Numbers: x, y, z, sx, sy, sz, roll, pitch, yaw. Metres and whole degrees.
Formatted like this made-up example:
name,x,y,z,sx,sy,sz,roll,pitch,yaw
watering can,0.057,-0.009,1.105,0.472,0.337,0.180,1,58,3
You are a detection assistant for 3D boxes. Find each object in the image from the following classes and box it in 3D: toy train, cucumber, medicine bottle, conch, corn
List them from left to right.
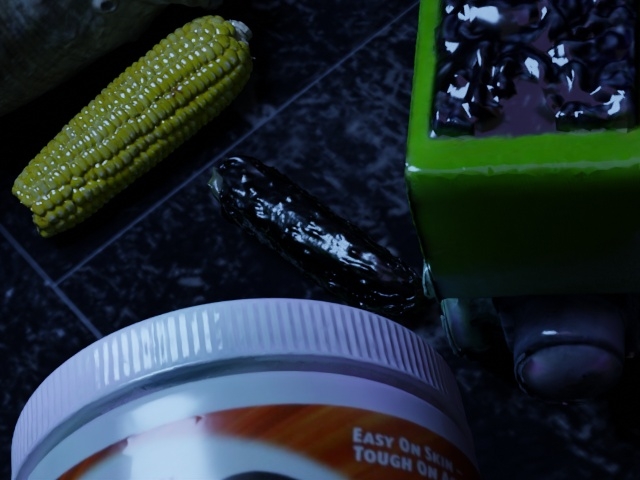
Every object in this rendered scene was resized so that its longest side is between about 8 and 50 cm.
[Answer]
name,x,y,z,sx,sy,sz,roll,pitch,yaw
conch,-0.249,-0.184,1.388,0.352,0.210,0.297,18,26,-17
corn,-0.128,-0.083,1.352,0.206,0.067,0.067,-41,52,-9
medicine bottle,-0.029,0.196,0.989,0.253,0.252,0.240,-17,50,7
cucumber,0.000,0.000,1.256,0.181,0.053,0.053,33,70,34
toy train,0.138,-0.076,1.138,0.174,0.249,0.307,-3,53,14
